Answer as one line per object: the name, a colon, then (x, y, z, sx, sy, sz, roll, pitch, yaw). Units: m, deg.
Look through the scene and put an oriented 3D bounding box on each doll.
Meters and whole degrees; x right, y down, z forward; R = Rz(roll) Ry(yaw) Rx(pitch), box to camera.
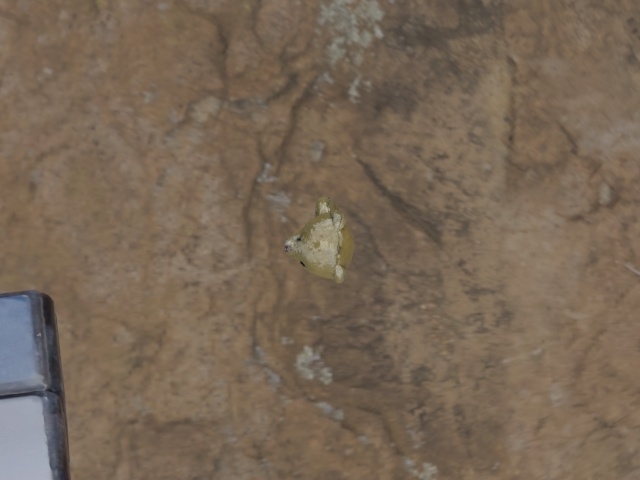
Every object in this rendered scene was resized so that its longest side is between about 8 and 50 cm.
doll: (0.009, 0.000, 0.894, 0.051, 0.093, 0.061, 2, 104, 21)

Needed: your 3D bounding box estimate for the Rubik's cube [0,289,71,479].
Rubik's cube: (-0.419, 0.273, 1.265, 0.313, 0.318, 0.316, -5, 41, -14)
